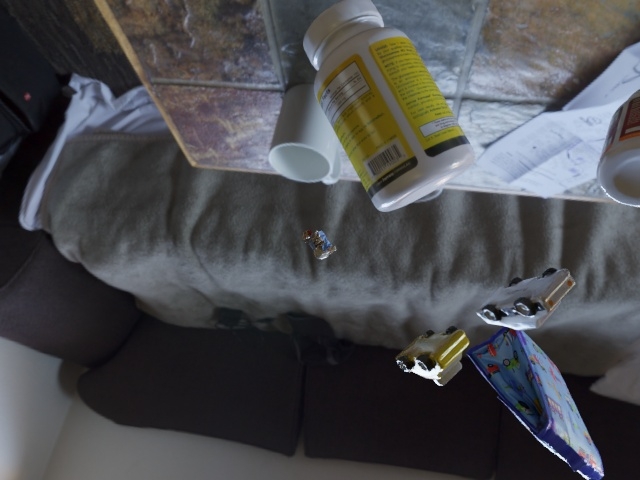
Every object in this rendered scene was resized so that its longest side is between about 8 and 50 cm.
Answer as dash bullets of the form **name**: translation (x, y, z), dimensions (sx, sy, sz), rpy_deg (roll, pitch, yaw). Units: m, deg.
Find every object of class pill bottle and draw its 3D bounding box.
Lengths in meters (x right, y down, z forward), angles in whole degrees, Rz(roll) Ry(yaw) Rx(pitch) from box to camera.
- **pill bottle**: translation (0.107, -0.233, 0.773), dimensions (0.188, 0.333, 0.188), rpy_deg (-27, 174, -3)
- **pill bottle**: translation (0.370, -0.113, 0.502), dimensions (0.086, 0.152, 0.086), rpy_deg (24, 144, 20)

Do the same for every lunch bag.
- **lunch bag**: translation (0.480, 0.356, 0.958), dimensions (0.138, 0.293, 0.221), rpy_deg (-42, 113, 15)

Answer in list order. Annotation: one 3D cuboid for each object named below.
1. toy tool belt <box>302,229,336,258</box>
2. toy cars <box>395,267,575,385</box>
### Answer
- **toy tool belt**: translation (0.000, 0.000, 1.063), dimensions (0.051, 0.052, 0.083), rpy_deg (-41, 82, 37)
- **toy cars**: translation (0.304, 0.178, 0.843), dimensions (0.394, 0.176, 0.087), rpy_deg (-40, 86, 28)
